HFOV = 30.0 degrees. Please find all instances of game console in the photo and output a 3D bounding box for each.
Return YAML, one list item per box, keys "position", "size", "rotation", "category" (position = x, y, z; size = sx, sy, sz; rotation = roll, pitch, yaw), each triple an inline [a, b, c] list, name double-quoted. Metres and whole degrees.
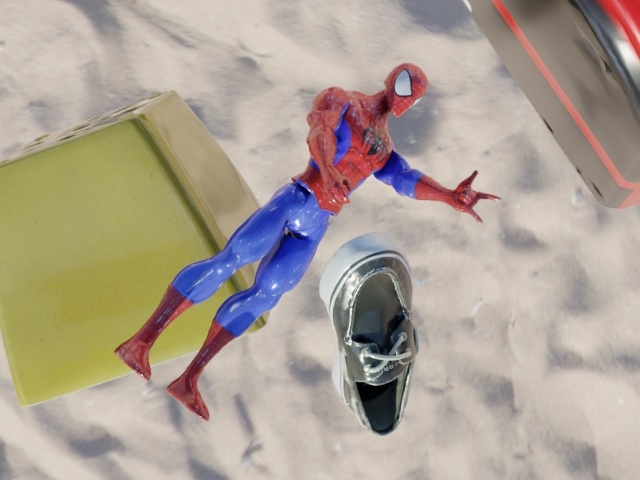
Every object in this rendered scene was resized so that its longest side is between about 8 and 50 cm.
- position: [0.055, -0.189, 0.525]
  size: [0.060, 0.342, 0.386]
  rotation: [-33, 83, 7]
  category: "game console"

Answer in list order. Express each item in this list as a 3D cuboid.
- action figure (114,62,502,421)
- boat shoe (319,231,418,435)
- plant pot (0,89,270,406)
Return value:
- position: [0.000, 0.000, 0.782]
  size: [0.280, 0.139, 0.091]
  rotation: [-53, 128, -7]
  category: "action figure"
- position: [0.050, 0.082, 0.990]
  size: [0.078, 0.219, 0.070]
  rotation: [-19, 50, -11]
  category: "boat shoe"
- position: [-0.166, -0.010, 1.009]
  size: [0.212, 0.212, 0.187]
  rotation: [-18, 103, 9]
  category: "plant pot"
